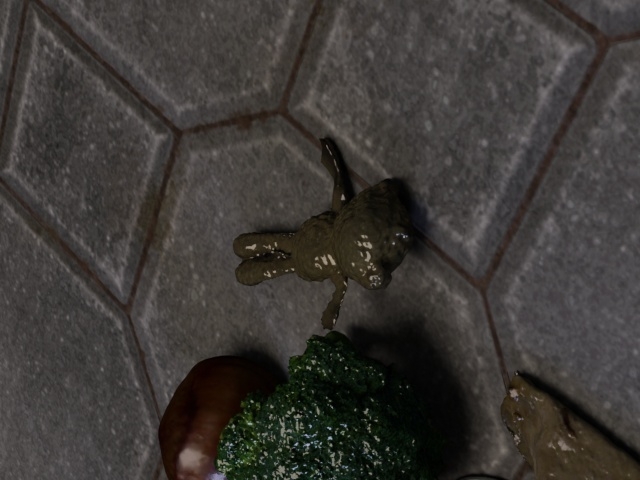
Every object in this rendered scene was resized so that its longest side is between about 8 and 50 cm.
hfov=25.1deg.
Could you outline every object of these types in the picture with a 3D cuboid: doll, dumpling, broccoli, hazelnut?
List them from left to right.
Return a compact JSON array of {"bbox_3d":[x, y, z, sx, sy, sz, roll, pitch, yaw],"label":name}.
[{"bbox_3d":[-0.116,0.249,1.828,0.178,0.178,0.203,-3,75,47],"label":"hazelnut"},{"bbox_3d":[-0.001,0.016,1.653,0.286,0.091,0.202,-41,43,36],"label":"doll"},{"bbox_3d":[0.014,0.225,1.624,0.265,0.245,0.294,1,119,0],"label":"broccoli"},{"bbox_3d":[0.289,0.287,1.479,0.332,0.086,0.166,37,128,35],"label":"dumpling"}]

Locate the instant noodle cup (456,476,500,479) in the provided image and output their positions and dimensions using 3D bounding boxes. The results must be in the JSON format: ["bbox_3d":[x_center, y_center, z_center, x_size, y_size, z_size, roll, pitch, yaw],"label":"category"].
[{"bbox_3d":[0.133,0.414,1.571,0.244,0.255,0.243,20,122,36],"label":"instant noodle cup"}]
